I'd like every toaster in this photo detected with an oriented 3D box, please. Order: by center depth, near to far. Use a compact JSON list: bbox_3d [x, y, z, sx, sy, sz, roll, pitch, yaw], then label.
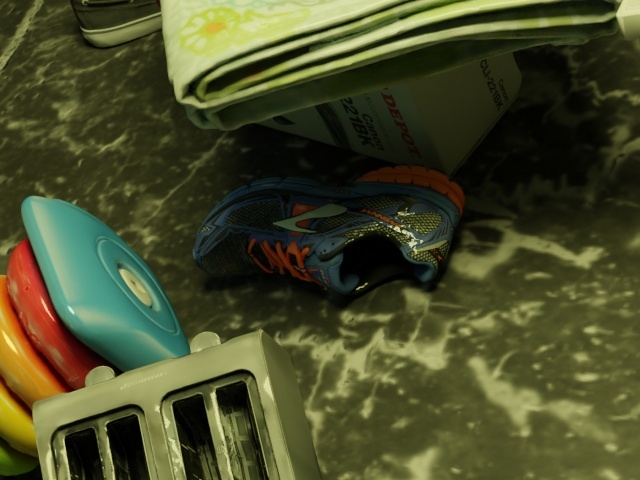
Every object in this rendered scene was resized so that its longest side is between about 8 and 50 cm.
[{"bbox_3d":[-0.088,0.164,0.992,0.168,0.110,0.185,-18,65,7],"label":"toaster"}]

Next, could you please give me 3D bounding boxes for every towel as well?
[{"bbox_3d":[0.033,-0.258,1.087,0.321,0.090,0.374,-13,51,5],"label":"towel"}]

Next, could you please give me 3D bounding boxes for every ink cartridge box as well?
[{"bbox_3d":[0.005,-0.180,1.244,0.273,0.197,0.114,18,60,39],"label":"ink cartridge box"}]

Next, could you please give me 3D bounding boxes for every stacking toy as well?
[{"bbox_3d":[-0.249,0.126,1.139,0.302,0.175,0.165,-39,44,8],"label":"stacking toy"}]

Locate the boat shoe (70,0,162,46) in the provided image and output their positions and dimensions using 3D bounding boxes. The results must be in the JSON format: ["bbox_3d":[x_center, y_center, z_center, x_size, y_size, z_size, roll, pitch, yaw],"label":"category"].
[{"bbox_3d":[-0.143,-0.266,1.496,0.229,0.076,0.080,-17,43,12],"label":"boat shoe"}]

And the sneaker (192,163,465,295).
[{"bbox_3d":[0.000,0.000,1.162,0.221,0.083,0.087,-10,50,22],"label":"sneaker"}]

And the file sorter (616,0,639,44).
[{"bbox_3d":[0.361,-0.132,0.962,0.278,0.173,0.193,-4,34,28],"label":"file sorter"}]
